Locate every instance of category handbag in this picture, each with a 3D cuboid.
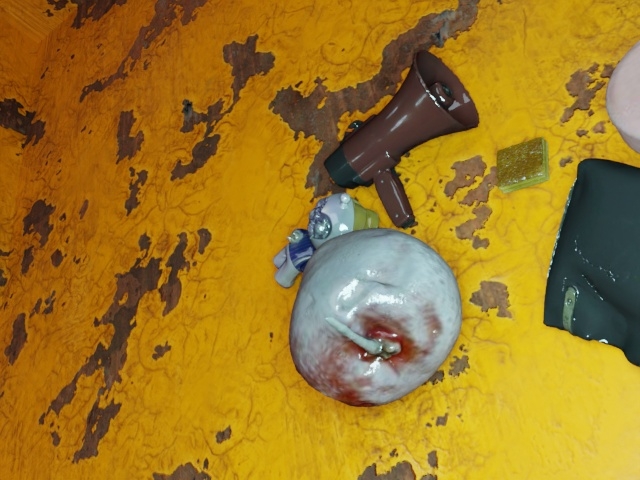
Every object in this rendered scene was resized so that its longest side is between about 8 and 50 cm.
[{"bbox_3d":[0.488,0.051,1.123,0.342,0.152,0.288,36,106,55],"label":"handbag"}]

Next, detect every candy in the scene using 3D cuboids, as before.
[{"bbox_3d":[0.602,-0.254,1.240,0.255,0.094,0.255,-22,53,31],"label":"candy"}]

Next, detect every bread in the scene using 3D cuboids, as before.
[{"bbox_3d":[0.381,-0.142,1.409,0.094,0.035,0.090,-17,55,34],"label":"bread"}]

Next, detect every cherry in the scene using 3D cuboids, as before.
[{"bbox_3d":[0.095,0.115,1.322,0.326,0.291,0.335,-39,28,41],"label":"cherry"}]

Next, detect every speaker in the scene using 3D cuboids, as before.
[{"bbox_3d":[0.181,-0.191,1.576,0.259,0.198,0.329,50,122,7],"label":"speaker"}]

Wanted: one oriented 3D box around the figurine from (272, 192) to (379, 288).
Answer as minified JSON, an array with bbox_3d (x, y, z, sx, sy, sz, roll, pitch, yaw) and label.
[{"bbox_3d":[-0.003,-0.007,1.604,0.274,0.133,0.193,-15,55,47],"label":"figurine"}]
